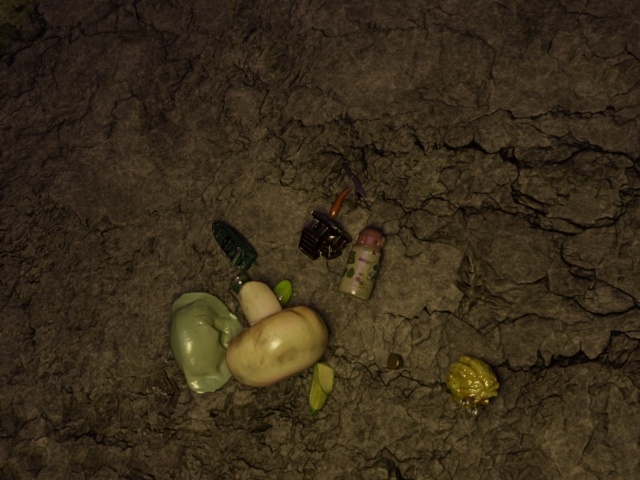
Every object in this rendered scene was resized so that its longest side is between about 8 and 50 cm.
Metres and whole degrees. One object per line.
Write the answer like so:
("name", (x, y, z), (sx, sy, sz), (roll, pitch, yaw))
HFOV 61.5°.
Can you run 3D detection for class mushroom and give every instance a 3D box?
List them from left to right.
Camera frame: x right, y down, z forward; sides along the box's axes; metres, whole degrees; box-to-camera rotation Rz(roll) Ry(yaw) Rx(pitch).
("mushroom", (-0.145, 0.338, 1.842), (0.325, 0.353, 0.353), (23, 83, -27))

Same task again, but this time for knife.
("knife", (0.131, -0.224, 2.030), (0.023, 0.010, 0.170), (-33, 75, 11))

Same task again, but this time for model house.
("model house", (0.006, 0.004, 1.962), (0.165, 0.106, 0.152), (36, 87, 21))

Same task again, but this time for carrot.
("carrot", (0.069, -0.139, 2.016), (0.035, 0.035, 0.142), (26, 81, 17))

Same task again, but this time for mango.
("mango", (-0.144, 0.195, 1.984), (0.073, 0.056, 0.108), (24, 82, 11))

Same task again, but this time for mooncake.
("mooncake", (0.355, 0.462, 1.744), (0.347, 0.057, 0.150), (45, 117, 36))

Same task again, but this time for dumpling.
("dumpling", (-0.438, 0.358, 1.958), (0.212, 0.270, 0.320), (-2, 103, 35))

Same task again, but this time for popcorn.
("popcorn", (0.483, 0.464, 1.746), (0.174, 0.142, 0.173), (8, 104, 33))

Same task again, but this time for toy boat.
("toy boat", (-0.338, 0.015, 2.046), (0.246, 0.103, 0.093), (46, 115, 22))

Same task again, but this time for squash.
("squash", (0.000, 0.526, 1.877), (0.075, 0.090, 0.200), (8, 87, 23))

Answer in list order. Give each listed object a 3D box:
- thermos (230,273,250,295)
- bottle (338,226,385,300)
("thermos", (-0.259, 0.221, 2.000), (0.083, 0.073, 0.187), (-25, 75, -15))
("bottle", (0.154, 0.078, 1.906), (0.121, 0.120, 0.253), (17, 84, 16))
